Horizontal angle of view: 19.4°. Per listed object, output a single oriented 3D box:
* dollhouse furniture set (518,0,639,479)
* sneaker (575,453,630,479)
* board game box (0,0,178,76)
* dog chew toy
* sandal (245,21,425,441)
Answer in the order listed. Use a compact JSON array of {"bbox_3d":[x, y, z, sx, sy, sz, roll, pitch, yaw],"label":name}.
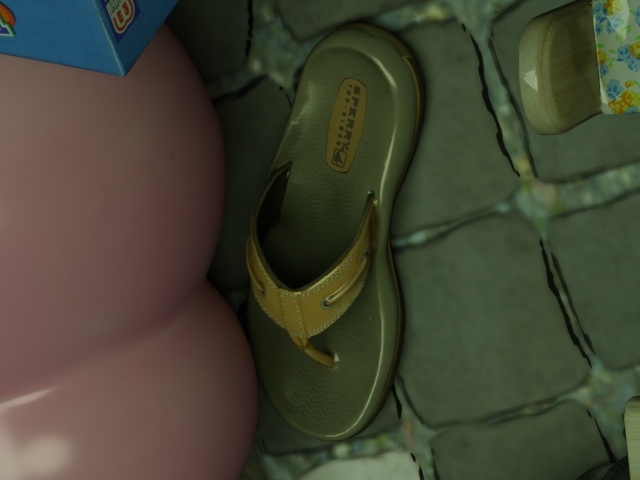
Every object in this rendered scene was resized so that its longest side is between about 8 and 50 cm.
[{"bbox_3d":[0.167,-0.045,0.603,0.212,0.161,0.242,-1,104,29],"label":"dollhouse furniture set"},{"bbox_3d":[0.180,0.134,0.681,0.281,0.105,0.115,-10,99,30],"label":"sneaker"},{"bbox_3d":[-0.094,-0.158,0.693,0.160,0.210,0.047,13,145,26],"label":"board game box"},{"bbox_3d":[-0.120,0.054,0.775,0.206,0.206,0.332,-5,109,30],"label":"dog chew toy"},{"bbox_3d":[0.000,0.000,0.774,0.072,0.049,0.180,18,113,23],"label":"sandal"}]
